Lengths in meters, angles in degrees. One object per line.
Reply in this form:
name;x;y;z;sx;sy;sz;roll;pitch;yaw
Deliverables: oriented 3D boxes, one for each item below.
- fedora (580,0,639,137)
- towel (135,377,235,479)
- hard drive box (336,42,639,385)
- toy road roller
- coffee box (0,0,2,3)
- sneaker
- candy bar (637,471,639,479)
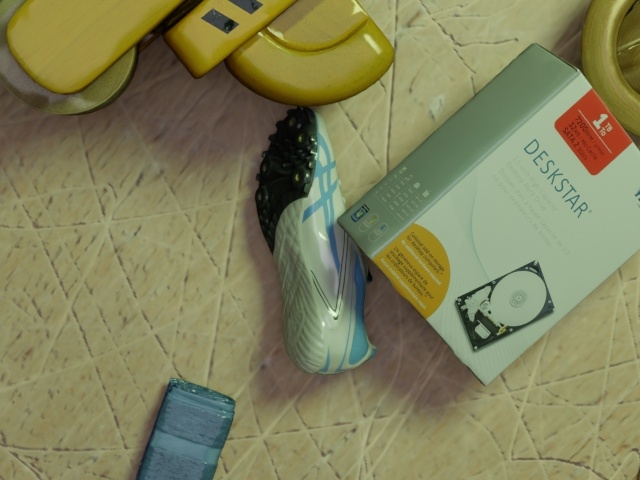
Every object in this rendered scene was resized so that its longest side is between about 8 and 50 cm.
fedora;0.315;-0.171;1.425;0.194;0.079;0.194;0;92;-7
towel;-0.123;0.189;1.463;0.067;0.029;0.119;19;92;-2
hard drive box;0.162;-0.022;1.396;0.232;0.089;0.181;-43;119;2
toy road roller;-0.087;-0.180;1.353;0.329;0.202;0.240;-39;96;0
coffee box;-0.382;-0.315;1.268;0.337;0.338;0.334;40;92;-3
sneaker;0.000;0.000;1.438;0.086;0.085;0.237;-3;85;-41
candy bar;0.310;0.204;1.481;0.040;0.018;0.162;14;94;-3
